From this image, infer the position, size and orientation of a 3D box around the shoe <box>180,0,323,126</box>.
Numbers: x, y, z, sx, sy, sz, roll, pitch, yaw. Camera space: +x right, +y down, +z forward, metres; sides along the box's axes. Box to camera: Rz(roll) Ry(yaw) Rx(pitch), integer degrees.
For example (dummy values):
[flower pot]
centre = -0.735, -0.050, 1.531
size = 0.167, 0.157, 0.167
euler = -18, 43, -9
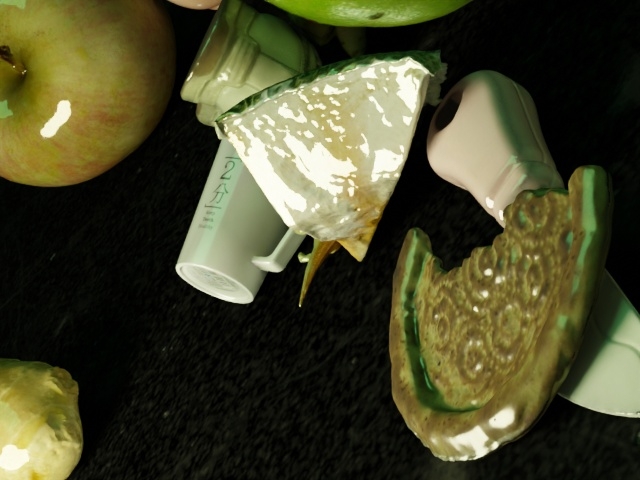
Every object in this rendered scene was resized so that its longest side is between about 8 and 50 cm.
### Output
[shoe]
centre = -0.044, -0.122, 1.263
size = 0.103, 0.098, 0.275
euler = -63, 0, 4

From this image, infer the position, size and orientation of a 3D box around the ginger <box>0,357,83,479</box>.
[ginger]
centre = -0.347, 0.223, 1.393
size = 0.363, 0.122, 0.348
euler = -64, 28, 6

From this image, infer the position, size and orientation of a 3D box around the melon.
[melon]
centre = 0.004, -0.059, 0.985
size = 0.202, 0.140, 0.093
euler = 115, 161, -65

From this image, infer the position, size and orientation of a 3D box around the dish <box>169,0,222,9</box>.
[dish]
centre = -0.089, -0.305, 1.623
size = 0.213, 0.090, 0.213
euler = -28, 32, 19

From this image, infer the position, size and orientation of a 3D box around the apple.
[apple]
centre = -0.267, -0.183, 1.675
size = 0.257, 0.257, 0.234
euler = -48, -11, 21

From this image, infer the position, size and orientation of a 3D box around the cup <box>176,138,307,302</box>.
[cup]
centre = -0.043, -0.018, 1.162
size = 0.104, 0.074, 0.116
euler = 7, 64, 36

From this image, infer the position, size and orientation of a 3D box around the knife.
[knife]
centre = 0.105, 0.002, 0.826
size = 0.081, 0.043, 0.336
euler = -55, 21, 20

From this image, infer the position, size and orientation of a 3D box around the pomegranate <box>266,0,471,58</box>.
[pomegranate]
centre = 0.030, -0.257, 1.141
size = 0.340, 0.260, 0.260
euler = 100, -168, -63

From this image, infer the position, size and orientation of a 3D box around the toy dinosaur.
[toy dinosaur]
centre = -0.002, 0.000, 1.080
size = 0.041, 0.026, 0.113
euler = -6, 41, 43

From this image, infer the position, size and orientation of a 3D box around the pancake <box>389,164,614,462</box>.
[pancake]
centre = 0.085, 0.022, 0.806
size = 0.190, 0.020, 0.184
euler = -56, 27, 33
